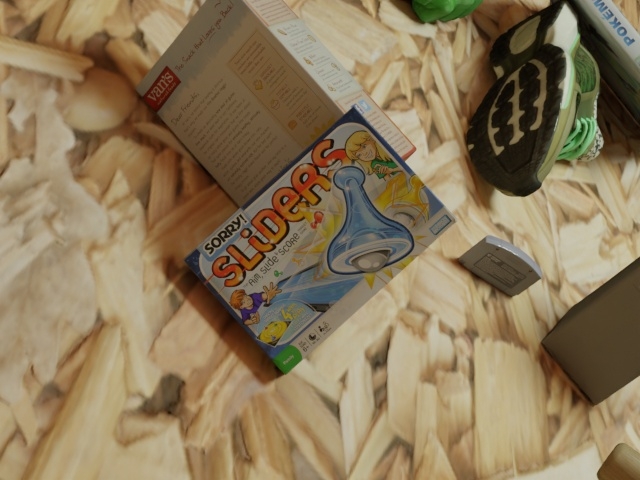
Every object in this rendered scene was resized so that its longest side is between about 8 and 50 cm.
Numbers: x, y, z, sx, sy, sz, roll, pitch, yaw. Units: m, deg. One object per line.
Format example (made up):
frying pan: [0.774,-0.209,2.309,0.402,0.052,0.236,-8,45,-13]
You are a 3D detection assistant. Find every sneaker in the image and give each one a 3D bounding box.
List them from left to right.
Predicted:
sneaker: [0.317,-0.165,1.587,0.182,0.158,0.410,45,37,-17]

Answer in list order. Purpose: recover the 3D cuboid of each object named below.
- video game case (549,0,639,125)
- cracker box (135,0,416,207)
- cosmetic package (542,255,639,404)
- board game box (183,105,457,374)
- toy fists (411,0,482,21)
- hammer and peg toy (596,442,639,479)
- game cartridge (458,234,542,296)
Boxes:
video game case: [0.428,-0.268,1.761,0.300,0.036,0.329,55,7,12]
cracker box: [-0.045,-0.116,1.150,0.232,0.155,0.067,48,33,2]
cosmetic package: [0.372,0.065,1.332,0.107,0.238,0.127,52,33,4]
board game box: [0.000,0.000,1.060,0.136,0.201,0.035,47,1,3]
toy fists: [0.182,-0.391,1.708,0.142,0.096,0.279,35,37,1]
hammer and peg toy: [0.316,0.228,1.096,0.127,0.266,0.361,36,33,18]
game cartridge: [0.202,0.027,1.348,0.083,0.056,0.017,32,45,-20]
